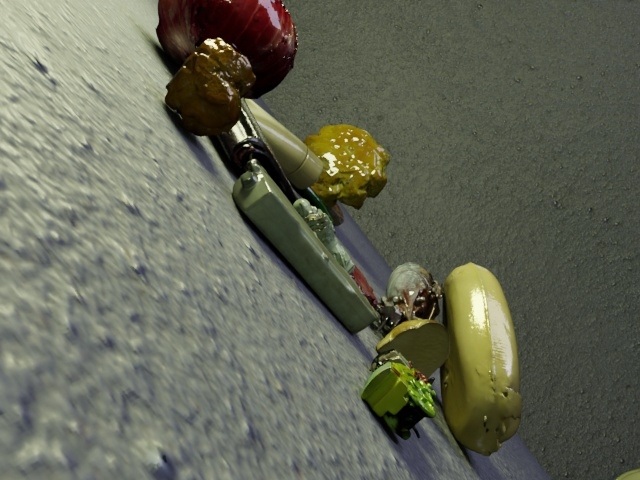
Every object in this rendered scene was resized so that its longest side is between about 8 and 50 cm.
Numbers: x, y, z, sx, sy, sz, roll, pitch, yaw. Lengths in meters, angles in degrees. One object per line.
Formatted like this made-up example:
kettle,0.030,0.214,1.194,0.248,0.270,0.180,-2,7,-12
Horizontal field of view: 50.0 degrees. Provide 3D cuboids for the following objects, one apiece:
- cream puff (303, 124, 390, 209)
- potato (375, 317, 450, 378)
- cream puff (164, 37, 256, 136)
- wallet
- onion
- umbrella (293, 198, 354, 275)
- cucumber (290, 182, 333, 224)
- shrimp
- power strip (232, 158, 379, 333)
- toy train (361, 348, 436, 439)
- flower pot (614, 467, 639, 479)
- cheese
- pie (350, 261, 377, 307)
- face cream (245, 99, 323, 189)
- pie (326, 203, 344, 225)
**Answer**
cream puff,0.058,-0.182,1.756,0.244,0.244,0.196,54,6,19
potato,0.144,0.156,1.027,0.096,0.103,0.066,52,8,-20
cream puff,-0.131,-0.182,0.834,0.094,0.116,0.122,39,23,-10
wallet,-0.104,-0.142,1.061,0.221,0.071,0.262,55,0,34
onion,-0.144,-0.355,1.136,0.252,0.219,0.252,30,-23,14
umbrella,0.000,0.000,1.037,0.067,0.062,0.144,-4,-59,53
cucumber,-0.021,-0.097,1.610,0.184,0.036,0.033,52,-5,-23
shrimp,0.153,0.126,1.220,0.116,0.145,0.343,13,10,10
power strip,-0.012,0.021,0.862,0.286,0.048,0.080,49,8,-32
toy train,0.094,0.167,0.794,0.085,0.053,0.249,48,4,8
flower pot,0.523,0.531,1.065,0.307,0.244,0.307,54,5,-7
cheese,0.265,0.215,1.158,0.316,0.128,0.260,-93,176,-53
pie,0.044,0.057,1.153,0.154,0.036,0.154,52,6,-7
face cream,-0.130,-0.235,1.415,0.341,0.084,0.137,41,21,-33
pie,0.000,-0.125,1.916,0.195,0.046,0.195,53,6,-8
